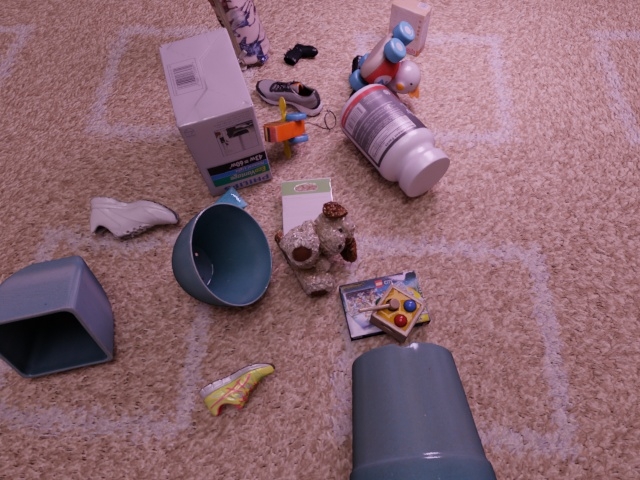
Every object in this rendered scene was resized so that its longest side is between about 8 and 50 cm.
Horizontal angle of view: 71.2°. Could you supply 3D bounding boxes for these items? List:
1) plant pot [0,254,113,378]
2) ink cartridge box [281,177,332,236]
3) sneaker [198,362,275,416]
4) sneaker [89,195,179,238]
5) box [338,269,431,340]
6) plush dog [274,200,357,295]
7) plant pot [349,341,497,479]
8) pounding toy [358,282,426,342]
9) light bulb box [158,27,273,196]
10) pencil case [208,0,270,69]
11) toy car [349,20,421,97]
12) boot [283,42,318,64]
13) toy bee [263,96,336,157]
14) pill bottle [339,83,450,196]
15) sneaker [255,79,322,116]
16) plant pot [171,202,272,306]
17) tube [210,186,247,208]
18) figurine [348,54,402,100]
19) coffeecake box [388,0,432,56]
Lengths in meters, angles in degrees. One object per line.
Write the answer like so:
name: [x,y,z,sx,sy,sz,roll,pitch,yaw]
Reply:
plant pot: [-0.723,0.186,1.232,0.247,0.247,0.252,-11,44,-4]
ink cartridge box: [-0.039,-0.087,1.446,0.171,0.056,0.235,-5,60,-1]
sneaker: [-0.210,0.395,1.190,0.208,0.081,0.094,-26,71,-4]
sneaker: [-0.601,-0.066,1.445,0.297,0.111,0.129,2,78,8]
box: [0.183,0.187,1.297,0.233,0.044,0.159,-11,62,-4]
plush dog: [0.000,0.000,1.301,0.225,0.262,0.211,-30,47,-8]
plant pot: [0.210,0.435,1.023,0.341,0.341,0.334,-4,55,0]
pounding toy: [0.192,0.192,1.211,0.141,0.100,0.130,31,68,16]
light bulb box: [-0.328,-0.402,1.452,0.225,0.361,0.358,-17,63,-5]
pencil case: [-0.321,-0.844,1.660,0.159,0.410,0.184,3,66,16]
toy car: [0.269,-0.578,1.562,0.238,0.219,0.210,39,55,-19]
boot: [-0.082,-0.747,1.805,0.121,0.045,0.099,24,63,22]
toy bee: [-0.106,-0.388,1.571,0.162,0.298,0.195,14,97,39]
pill bottle: [0.242,-0.328,1.477,0.210,0.210,0.363,-30,66,-13]
sneaker: [-0.118,-0.560,1.672,0.271,0.108,0.100,20,66,14]
plant pot: [-0.308,0.059,1.283,0.195,0.290,0.290,-18,55,36]
tube: [-0.340,-0.086,1.460,0.207,0.052,0.080,-42,101,-20]
figurine: [0.214,-0.580,1.690,0.214,0.092,0.210,7,70,5]
coffeecake box: [0.347,-0.842,1.759,0.142,0.185,0.068,30,67,16]
